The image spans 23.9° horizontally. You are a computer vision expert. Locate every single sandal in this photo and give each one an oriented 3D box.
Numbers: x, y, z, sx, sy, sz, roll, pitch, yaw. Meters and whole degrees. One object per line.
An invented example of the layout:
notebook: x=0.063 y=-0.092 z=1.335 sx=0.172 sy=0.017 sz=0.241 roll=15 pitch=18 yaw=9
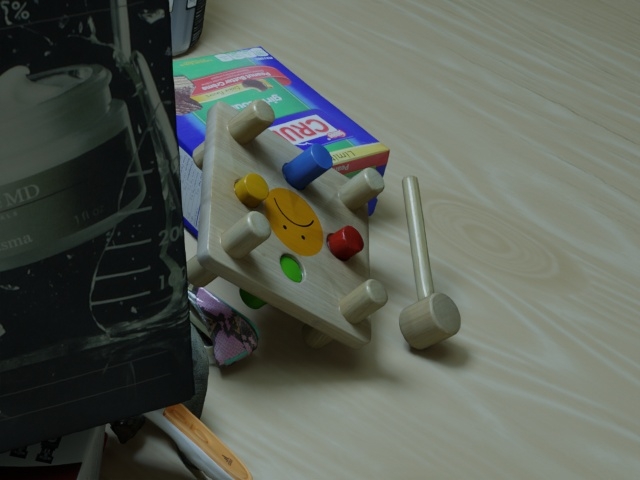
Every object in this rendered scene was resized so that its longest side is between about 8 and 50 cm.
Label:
sandal: x=-0.154 y=0.151 z=1.572 sx=0.265 sy=0.076 sz=0.102 roll=42 pitch=5 yaw=-4

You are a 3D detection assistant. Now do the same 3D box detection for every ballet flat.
ballet flat: x=-0.165 y=0.078 z=1.820 sx=0.079 sy=0.077 sz=0.221 roll=-33 pitch=52 yaw=-23

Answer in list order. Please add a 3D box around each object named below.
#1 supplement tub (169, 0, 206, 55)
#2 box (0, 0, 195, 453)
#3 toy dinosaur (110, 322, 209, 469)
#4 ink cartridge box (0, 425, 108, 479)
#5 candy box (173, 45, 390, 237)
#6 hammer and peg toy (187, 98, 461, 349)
supplement tub: x=-0.262 y=-0.463 z=2.355 sx=0.194 sy=0.316 sz=0.193 roll=8 pitch=33 yaw=-5
box: x=-0.385 y=-0.057 z=1.317 sx=0.480 sy=0.471 sz=0.297 roll=-14 pitch=35 yaw=-20
toy dinosaur: x=-0.200 y=0.121 z=1.675 sx=0.160 sy=0.121 sz=0.313 roll=-37 pitch=52 yaw=-14
ink cartridge box: x=-0.379 y=0.207 z=1.500 sx=0.309 sy=0.130 sz=0.272 roll=11 pitch=33 yaw=-1
candy box: x=-0.110 y=-0.132 z=2.092 sx=0.268 sy=0.122 sz=0.317 roll=-16 pitch=44 yaw=-35
hammer and peg toy: x=0.000 y=0.000 z=1.851 sx=0.361 sy=0.127 sz=0.266 roll=29 pitch=42 yaw=-31
